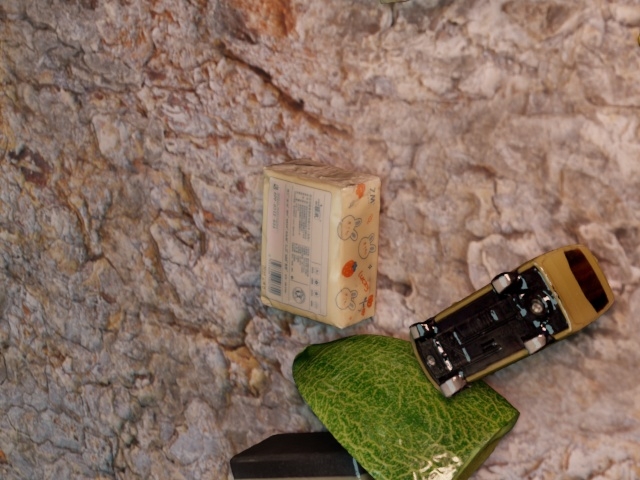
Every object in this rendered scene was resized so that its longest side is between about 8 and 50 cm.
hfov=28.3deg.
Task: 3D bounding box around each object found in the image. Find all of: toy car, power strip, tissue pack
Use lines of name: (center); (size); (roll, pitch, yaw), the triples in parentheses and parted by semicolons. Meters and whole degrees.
toy car: (0.220, 0.095, 1.495); (0.257, 0.124, 0.101); (-36, 78, 50)
power strip: (-0.001, 0.310, 1.751); (0.257, 0.105, 0.070); (-12, 96, 42)
tissue pack: (0.000, 0.000, 1.670); (0.148, 0.092, 0.196); (16, 114, 37)

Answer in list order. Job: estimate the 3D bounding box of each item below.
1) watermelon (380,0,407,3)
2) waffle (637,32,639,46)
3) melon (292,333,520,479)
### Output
watermelon: (0.185, -0.336, 1.322); (0.257, 0.193, 0.139); (13, 144, 43)
waffle: (0.389, -0.300, 1.279); (0.253, 0.056, 0.249); (53, 129, 13)
melon: (0.078, 0.210, 1.633); (0.323, 0.196, 0.124); (33, 150, 33)
